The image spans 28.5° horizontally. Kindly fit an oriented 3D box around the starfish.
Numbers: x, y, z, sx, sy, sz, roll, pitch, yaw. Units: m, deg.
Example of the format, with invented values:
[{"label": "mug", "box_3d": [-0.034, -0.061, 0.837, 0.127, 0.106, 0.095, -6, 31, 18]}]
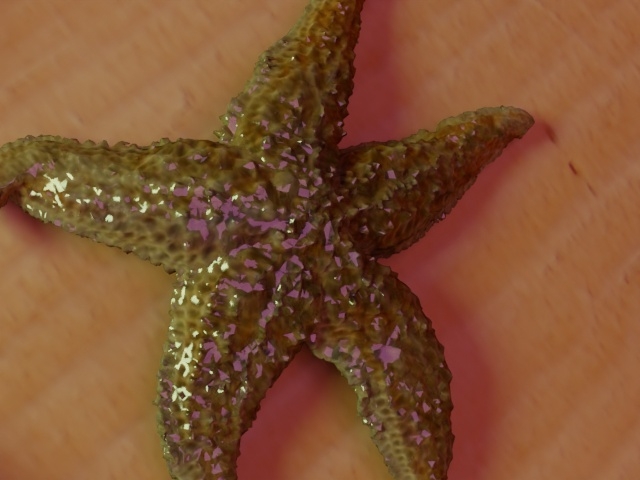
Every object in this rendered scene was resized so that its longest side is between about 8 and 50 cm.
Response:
[{"label": "starfish", "box_3d": [0.002, -0.001, 0.605, 0.299, 0.060, 0.302, 38, 69, -10]}]
